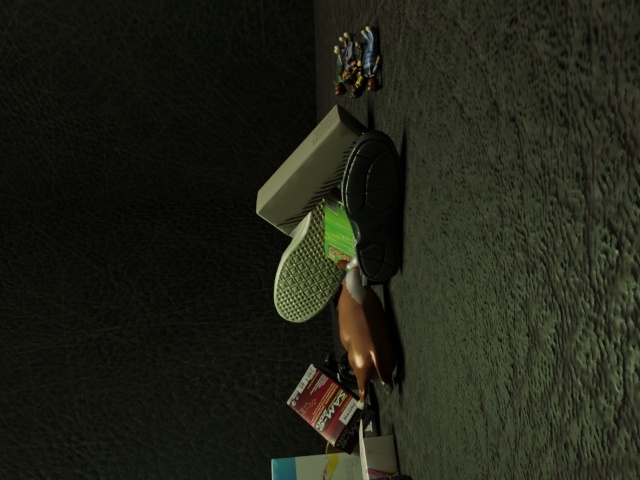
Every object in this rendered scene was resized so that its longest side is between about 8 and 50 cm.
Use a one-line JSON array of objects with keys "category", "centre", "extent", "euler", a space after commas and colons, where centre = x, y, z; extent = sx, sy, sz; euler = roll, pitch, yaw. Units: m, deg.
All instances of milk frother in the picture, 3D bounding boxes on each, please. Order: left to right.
[{"category": "milk frother", "centre": [0.091, 0.315, 1.788], "extent": [0.143, 0.129, 0.134], "euler": [-49, -13, -17]}]

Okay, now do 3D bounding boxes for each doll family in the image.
[{"category": "doll family", "centre": [0.068, -0.319, 1.227], "extent": [0.193, 0.076, 0.111], "euler": [169, 101, -85]}]

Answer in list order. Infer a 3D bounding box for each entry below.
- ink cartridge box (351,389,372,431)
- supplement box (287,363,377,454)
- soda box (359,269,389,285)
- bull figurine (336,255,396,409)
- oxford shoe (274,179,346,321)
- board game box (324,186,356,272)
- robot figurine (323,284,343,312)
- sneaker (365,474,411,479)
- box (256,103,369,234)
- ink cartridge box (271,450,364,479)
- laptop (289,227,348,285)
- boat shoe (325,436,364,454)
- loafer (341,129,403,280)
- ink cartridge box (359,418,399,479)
[{"category": "ink cartridge box", "centre": [0.106, 0.484, 1.878], "extent": [0.181, 0.062, 0.104], "euler": [104, 161, -82]}, {"category": "supplement box", "centre": [0.025, 0.432, 1.709], "extent": [0.130, 0.073, 0.239], "euler": [-58, 35, -6]}, {"category": "soda box", "centre": [0.098, 0.011, 1.294], "extent": [0.169, 0.053, 0.060], "euler": [-97, 4, -51]}, {"category": "bull figurine", "centre": [0.088, 0.171, 1.293], "extent": [0.310, 0.101, 0.188], "euler": [-93, -3, -53]}, {"category": "oxford shoe", "centre": [0.000, 0.000, 1.692], "extent": [0.130, 0.169, 0.449], "euler": [-88, 15, -76]}, {"category": "board game box", "centre": [0.063, -0.010, 1.512], "extent": [0.124, 0.039, 0.259], "euler": [37, 151, 23]}, {"category": "robot figurine", "centre": [0.020, 0.141, 1.896], "extent": [0.291, 0.211, 0.085], "euler": [-135, 54, -76]}, {"category": "sneaker", "centre": [0.116, 0.480, 1.088], "extent": [0.297, 0.111, 0.129], "euler": [-115, 16, -87]}, {"category": "box", "centre": [-0.017, -0.150, 1.410], "extent": [0.275, 0.094, 0.113], "euler": [-45, 22, 22]}, {"category": "ink cartridge box", "centre": [0.025, 0.657, 1.599], "extent": [0.197, 0.270, 0.198], "euler": [-102, 8, -64]}, {"category": "laptop", "centre": [-0.016, 0.113, 2.320], "extent": [0.236, 0.408, 0.382], "euler": [-60, -5, -11]}, {"category": "boat shoe", "centre": [0.083, 0.606, 2.144], "extent": [0.123, 0.123, 0.341], "euler": [-58, -32, -79]}, {"category": "loafer", "centre": [0.084, -0.061, 1.069], "extent": [0.084, 0.096, 0.267], "euler": [-87, -7, -57]}, {"category": "ink cartridge box", "centre": [0.122, 0.474, 1.350], "extent": [0.115, 0.067, 0.198], "euler": [90, 174, -59]}]
